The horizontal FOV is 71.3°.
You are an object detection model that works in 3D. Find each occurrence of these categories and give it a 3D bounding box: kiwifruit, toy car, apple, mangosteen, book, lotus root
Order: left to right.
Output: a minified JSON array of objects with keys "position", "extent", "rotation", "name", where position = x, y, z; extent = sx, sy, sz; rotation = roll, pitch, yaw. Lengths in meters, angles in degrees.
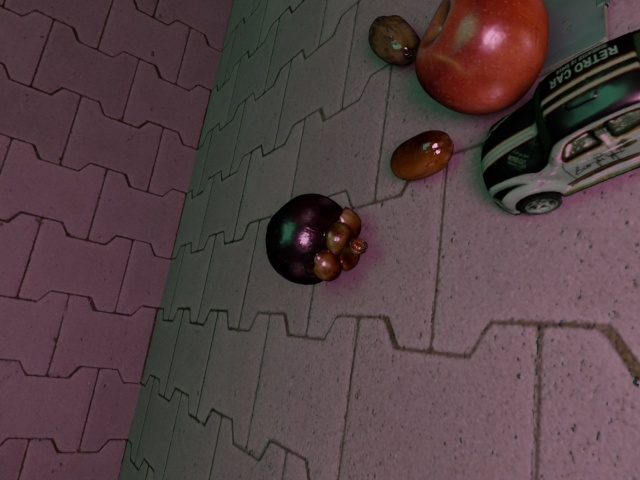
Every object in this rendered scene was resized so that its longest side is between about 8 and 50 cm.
[{"position":[0.000,0.000,0.902],"extent":[0.231,0.194,0.194],"rotation":[9,82,29],"name":"mangosteen"},{"position":[0.153,-0.420,0.942],"extent":[0.080,0.089,0.179],"rotation":[86,169,-48],"name":"lotus root"},{"position":[0.176,-0.147,0.781],"extent":[0.124,0.075,0.075],"rotation":[-20,58,47],"name":"kiwifruit"},{"position":[0.241,-0.285,0.666],"extent":[0.201,0.162,0.201],"rotation":[-158,90,-80],"name":"apple"},{"position":[0.356,-0.313,0.634],"extent":[0.103,0.017,0.135],"rotation":[-17,61,56],"name":"book"},{"position":[0.309,-0.141,0.522],"extent":[0.306,0.125,0.136],"rotation":[-27,54,48],"name":"toy car"}]
